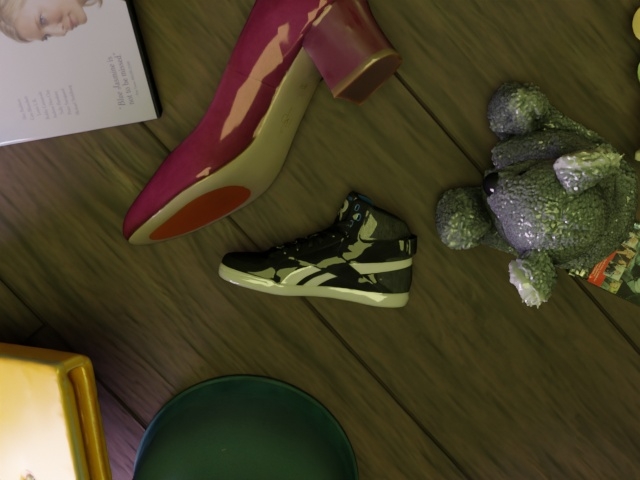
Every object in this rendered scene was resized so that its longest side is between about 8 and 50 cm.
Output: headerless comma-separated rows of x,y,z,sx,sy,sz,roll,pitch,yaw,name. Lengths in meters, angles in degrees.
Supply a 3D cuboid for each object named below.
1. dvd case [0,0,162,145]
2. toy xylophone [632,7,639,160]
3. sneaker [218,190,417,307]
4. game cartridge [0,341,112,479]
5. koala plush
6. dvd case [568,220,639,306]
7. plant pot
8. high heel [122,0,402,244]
-0.316,-0.195,1.237,0.253,0.022,0.180,-9,120,5,dvd case
0.422,-0.224,1.143,0.081,0.236,0.322,-10,99,-41,toy xylophone
0.000,0.000,1.271,0.217,0.079,0.121,7,100,-8,sneaker
-0.354,0.245,1.267,0.324,0.053,0.285,5,107,39,game cartridge
0.239,-0.038,1.165,0.203,0.221,0.196,26,102,1,koala plush
0.353,0.023,1.288,0.119,0.013,0.087,25,103,-2,dvd case
-0.094,0.319,1.252,0.272,0.255,0.271,0,103,2,plant pot
-0.096,-0.155,1.242,0.377,0.127,0.181,-36,70,14,high heel
